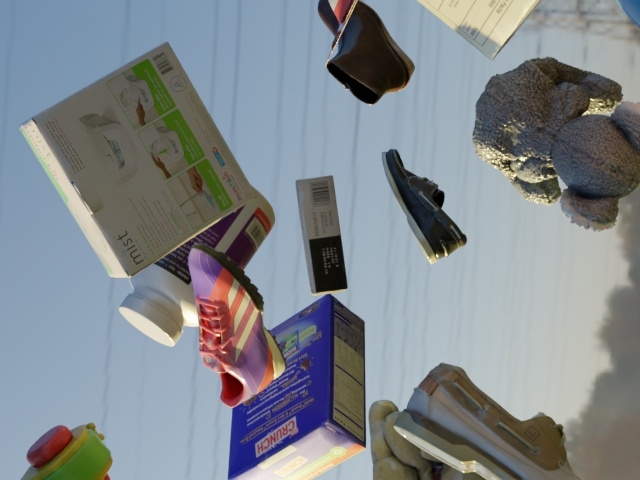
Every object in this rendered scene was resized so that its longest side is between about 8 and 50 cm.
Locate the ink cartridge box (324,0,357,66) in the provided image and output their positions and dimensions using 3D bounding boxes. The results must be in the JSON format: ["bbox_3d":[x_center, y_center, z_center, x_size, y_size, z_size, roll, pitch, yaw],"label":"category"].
[{"bbox_3d":[0.042,-0.360,1.499,0.232,0.066,0.189,-65,3,-34],"label":"ink cartridge box"}]

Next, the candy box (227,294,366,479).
[{"bbox_3d":[-0.043,0.301,2.325,0.122,0.268,0.317,38,-146,-29],"label":"candy box"}]

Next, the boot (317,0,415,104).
[{"bbox_3d":[0.060,-0.369,2.309,0.090,0.248,0.207,-53,-8,33],"label":"boot"}]

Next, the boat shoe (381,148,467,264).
[{"bbox_3d":[0.168,-0.067,2.025,0.233,0.079,0.084,64,-173,35],"label":"boat shoe"}]

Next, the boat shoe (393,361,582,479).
[{"bbox_3d":[0.240,0.247,1.406,0.103,0.302,0.113,-59,-7,-13],"label":"boat shoe"}]

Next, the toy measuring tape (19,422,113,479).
[{"bbox_3d":[-0.353,0.335,1.600,0.330,0.121,0.121,-65,-24,-63],"label":"toy measuring tape"}]

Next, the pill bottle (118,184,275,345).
[{"bbox_3d":[-0.237,0.032,2.288,0.323,0.181,0.181,-56,-28,-20],"label":"pill bottle"}]

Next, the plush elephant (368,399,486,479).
[{"bbox_3d":[0.235,0.472,2.423,0.330,0.255,0.272,-74,-25,-77],"label":"plush elephant"}]

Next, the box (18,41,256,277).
[{"bbox_3d":[-0.263,-0.113,1.756,0.231,0.126,0.262,-35,-78,-20],"label":"box"}]

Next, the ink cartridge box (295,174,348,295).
[{"bbox_3d":[0.000,0.000,1.981,0.371,0.069,0.176,129,133,-86],"label":"ink cartridge box"}]

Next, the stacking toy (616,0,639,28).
[{"bbox_3d":[0.452,-0.214,1.277,0.302,0.175,0.166,36,-160,-46],"label":"stacking toy"}]

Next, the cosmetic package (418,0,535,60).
[{"bbox_3d":[0.095,-0.330,1.148,0.113,0.309,0.160,-51,-2,-16],"label":"cosmetic package"}]

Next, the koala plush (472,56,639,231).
[{"bbox_3d":[0.322,-0.119,1.545,0.203,0.221,0.196,20,-73,-44],"label":"koala plush"}]

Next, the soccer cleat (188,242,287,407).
[{"bbox_3d":[-0.147,0.136,1.890,0.116,0.108,0.318,-44,-41,-22],"label":"soccer cleat"}]
